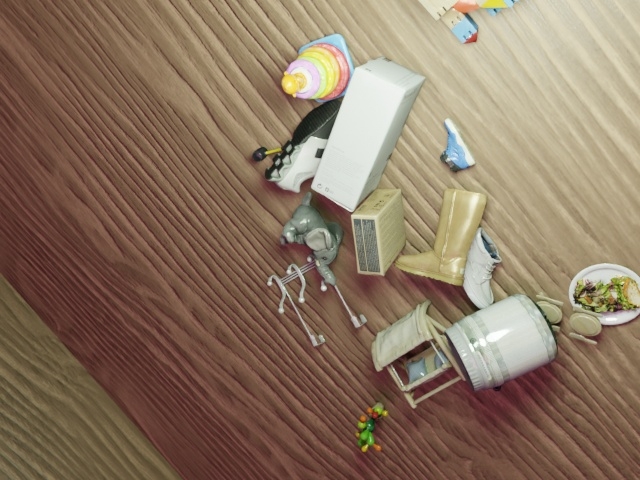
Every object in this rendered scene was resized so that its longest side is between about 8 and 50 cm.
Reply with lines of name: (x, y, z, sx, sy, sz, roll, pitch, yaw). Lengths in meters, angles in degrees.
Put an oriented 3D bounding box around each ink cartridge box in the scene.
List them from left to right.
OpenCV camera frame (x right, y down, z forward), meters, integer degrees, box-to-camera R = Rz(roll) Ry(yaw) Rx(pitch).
ink cartridge box: (0.181, -0.031, 1.697, 0.088, 0.234, 0.193, 4, 115, 25)

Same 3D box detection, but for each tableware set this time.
tableware set: (0.733, 0.222, 1.659, 0.194, 0.039, 0.128, 18, 137, 32)

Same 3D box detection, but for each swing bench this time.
swing bench: (0.331, 0.379, 1.872, 0.255, 0.165, 0.253, 46, 126, -1)

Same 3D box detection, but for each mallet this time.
mallet: (-0.131, -0.303, 1.841, 0.189, 0.062, 0.039, -13, 110, 15)

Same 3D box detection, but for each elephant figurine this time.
elephant figurine: (0.000, 0.000, 1.859, 0.239, 0.169, 0.186, 32, 150, 8)

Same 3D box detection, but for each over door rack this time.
over door rack: (-0.023, 0.227, 2.006, 0.239, 0.108, 0.324, -30, 99, 35)

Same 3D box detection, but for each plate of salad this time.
plate of salad: (0.815, 0.160, 1.592, 0.199, 0.048, 0.200, 11, 120, 21)

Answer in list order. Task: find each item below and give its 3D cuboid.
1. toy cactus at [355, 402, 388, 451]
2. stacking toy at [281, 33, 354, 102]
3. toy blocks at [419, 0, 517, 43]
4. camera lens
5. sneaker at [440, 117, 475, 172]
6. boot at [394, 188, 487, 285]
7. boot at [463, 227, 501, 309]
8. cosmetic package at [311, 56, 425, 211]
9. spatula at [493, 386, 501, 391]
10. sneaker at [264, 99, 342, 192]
toy cactus: (0.201, 0.673, 2.073, 0.112, 0.180, 0.219, 17, 121, 18)
stacking toy: (-0.032, -0.451, 1.549, 0.165, 0.302, 0.175, -11, 110, 30)
toy blocks: (0.384, -0.652, 1.341, 0.261, 0.191, 0.381, 43, 127, -13)
camera lens: (0.534, 0.300, 1.651, 0.274, 0.219, 0.220, -25, 104, 2)
sneaker: (0.369, -0.265, 1.592, 0.084, 0.058, 0.152, -27, 107, 25)
boot: (0.356, -0.021, 1.664, 0.236, 0.089, 0.270, 14, 94, 32)
boot: (0.489, 0.087, 1.686, 0.123, 0.095, 0.258, -22, 103, 40)
cosmetic package: (0.133, -0.306, 1.597, 0.156, 0.217, 0.385, 31, 126, 10)
spatula: (0.567, 0.368, 1.830, 0.084, 0.030, 0.297, -2, 113, 25)
sneaker: (-0.020, -0.288, 1.749, 0.146, 0.122, 0.330, 30, 114, -32)
